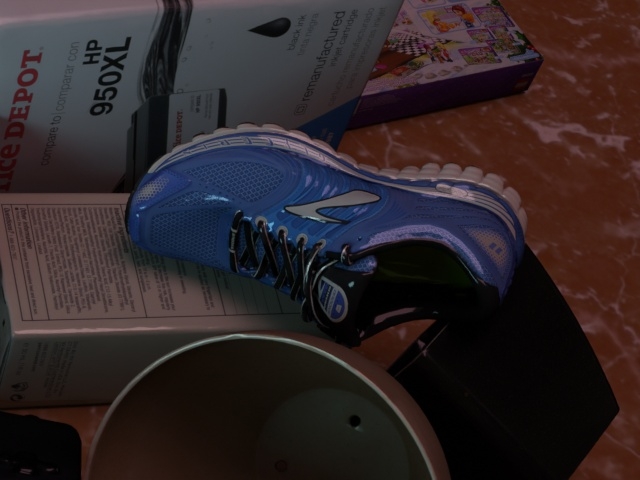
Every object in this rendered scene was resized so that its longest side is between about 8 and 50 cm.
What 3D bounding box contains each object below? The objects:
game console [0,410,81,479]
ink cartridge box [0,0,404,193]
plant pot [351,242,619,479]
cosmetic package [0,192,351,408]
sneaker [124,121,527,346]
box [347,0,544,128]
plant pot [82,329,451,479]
[{"bbox_3d":[-0.358,0.147,1.126,0.386,0.060,0.342,13,11,-10],"label":"game console"},{"bbox_3d":[-0.161,-0.167,1.485,0.395,0.285,0.166,-9,56,-28],"label":"ink cartridge box"},{"bbox_3d":[0.145,0.147,1.418,0.167,0.188,0.187,45,48,3],"label":"plant pot"},{"bbox_3d":[-0.137,0.048,1.427,0.309,0.113,0.160,1,50,-22],"label":"cosmetic package"},{"bbox_3d":[0.000,0.000,1.318,0.330,0.130,0.147,6,39,6],"label":"sneaker"},{"bbox_3d":[0.075,-0.228,1.793,0.293,0.057,0.201,-14,58,-31],"label":"box"},{"bbox_3d":[-0.018,0.197,1.269,0.284,0.284,0.191,36,16,10],"label":"plant pot"}]
